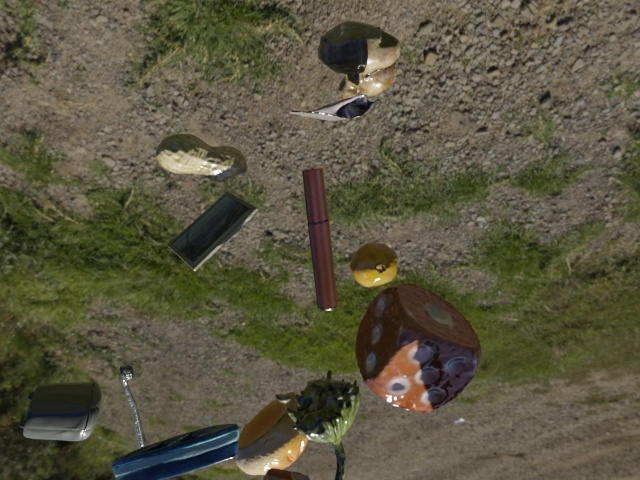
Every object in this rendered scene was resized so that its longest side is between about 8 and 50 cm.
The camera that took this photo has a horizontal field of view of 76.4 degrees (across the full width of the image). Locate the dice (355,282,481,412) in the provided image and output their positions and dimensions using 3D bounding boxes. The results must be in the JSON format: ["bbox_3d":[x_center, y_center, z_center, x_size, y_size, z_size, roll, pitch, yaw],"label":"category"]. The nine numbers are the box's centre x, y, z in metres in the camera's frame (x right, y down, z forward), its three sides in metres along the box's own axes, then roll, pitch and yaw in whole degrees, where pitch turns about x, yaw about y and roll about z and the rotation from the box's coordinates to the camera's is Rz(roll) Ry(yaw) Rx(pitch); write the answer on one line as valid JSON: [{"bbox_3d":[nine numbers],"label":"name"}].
[{"bbox_3d":[0.179,0.203,0.784,0.175,0.174,0.179,19,114,-16],"label":"dice"}]

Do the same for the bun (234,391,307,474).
[{"bbox_3d":[-0.145,0.664,1.361,0.299,0.299,0.164,-37,88,42],"label":"bun"}]

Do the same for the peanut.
[{"bbox_3d":[-0.369,-0.263,1.292,0.299,0.136,0.120,6,155,-38],"label":"peanut"}]

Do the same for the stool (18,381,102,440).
[{"bbox_3d":[-0.437,0.288,0.690,0.110,0.096,0.096,12,144,-27],"label":"stool"}]

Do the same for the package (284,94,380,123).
[{"bbox_3d":[0.030,-0.375,1.187,0.251,0.204,0.062,-9,104,-8],"label":"package"}]

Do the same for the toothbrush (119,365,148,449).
[{"bbox_3d":[-0.499,0.462,1.095,0.031,0.030,0.297,-8,112,-17],"label":"toothbrush"}]

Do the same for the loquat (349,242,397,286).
[{"bbox_3d":[0.209,0.095,1.612,0.188,0.175,0.234,0,-176,0],"label":"loquat"}]

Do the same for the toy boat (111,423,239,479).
[{"bbox_3d":[-0.281,0.427,0.811,0.299,0.061,0.096,-23,165,18],"label":"toy boat"}]

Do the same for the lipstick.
[{"bbox_3d":[0.000,0.000,1.019,0.057,0.057,0.356,-3,98,15],"label":"lipstick"}]

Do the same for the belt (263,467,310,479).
[{"bbox_3d":[-0.078,0.665,0.983,0.124,0.200,0.128,-2,175,25],"label":"belt"}]

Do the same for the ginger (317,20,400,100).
[{"bbox_3d":[0.133,-0.544,1.276,0.245,0.155,0.304,-8,159,15],"label":"ginger"}]

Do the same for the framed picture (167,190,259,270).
[{"bbox_3d":[-0.430,-0.048,1.614,0.247,0.335,0.022,29,159,43],"label":"framed picture"}]

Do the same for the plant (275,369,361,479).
[{"bbox_3d":[0.018,0.548,1.171,0.180,0.251,0.333,18,121,46],"label":"plant"}]
